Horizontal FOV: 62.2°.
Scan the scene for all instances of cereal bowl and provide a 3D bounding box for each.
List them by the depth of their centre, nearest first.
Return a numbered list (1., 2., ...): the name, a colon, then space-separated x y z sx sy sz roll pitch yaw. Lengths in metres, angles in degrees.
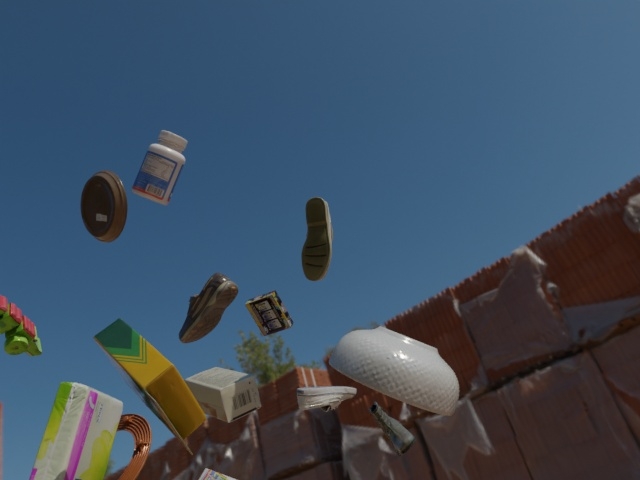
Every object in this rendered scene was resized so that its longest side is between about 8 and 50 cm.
1. cereal bowl: 0.199 0.314 1.362 0.338 0.141 0.339 21 -6 2

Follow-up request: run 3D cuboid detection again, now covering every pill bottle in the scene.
1. pill bottle: -0.513 -0.236 1.719 0.124 0.222 0.124 21 -4 2

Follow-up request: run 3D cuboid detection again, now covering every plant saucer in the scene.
1. plant saucer: -0.829 -0.129 2.012 0.278 0.278 0.041 -36 -18 31

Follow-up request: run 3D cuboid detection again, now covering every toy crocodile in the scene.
1. toy crocodile: -0.947 0.242 1.608 0.105 0.115 0.341 -28 -44 -9

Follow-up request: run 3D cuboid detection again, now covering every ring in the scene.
1. ring: -0.670 0.679 1.632 0.336 0.337 0.032 -23 -55 10

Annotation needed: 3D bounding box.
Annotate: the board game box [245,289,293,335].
1. board game box: -0.216 0.309 2.246 0.141 0.170 0.048 -20 17 23

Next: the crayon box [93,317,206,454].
1. crayon box: -0.390 0.334 1.247 0.083 0.323 0.203 -38 -50 -27

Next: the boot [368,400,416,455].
1. boot: 0.236 0.651 1.858 0.083 0.161 0.246 -43 -2 -9

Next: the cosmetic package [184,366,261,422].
1. cosmetic package: -0.371 0.573 1.995 0.153 0.129 0.296 -16 6 -37

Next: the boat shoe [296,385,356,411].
1. boat shoe: 0.027 0.580 1.942 0.096 0.088 0.267 -13 -18 43

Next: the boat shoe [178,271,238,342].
1. boat shoe: -0.486 0.283 2.244 0.355 0.130 0.132 -49 -30 12

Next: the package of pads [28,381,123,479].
1. package of pads: -0.658 0.559 1.447 0.101 0.297 0.229 3 -27 9

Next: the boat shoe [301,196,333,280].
1. boat shoe: 0.000 0.000 1.927 0.113 0.302 0.103 1 -9 19

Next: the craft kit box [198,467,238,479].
1. craft kit box: -0.131 0.624 1.184 0.249 0.061 0.247 8 -43 25
